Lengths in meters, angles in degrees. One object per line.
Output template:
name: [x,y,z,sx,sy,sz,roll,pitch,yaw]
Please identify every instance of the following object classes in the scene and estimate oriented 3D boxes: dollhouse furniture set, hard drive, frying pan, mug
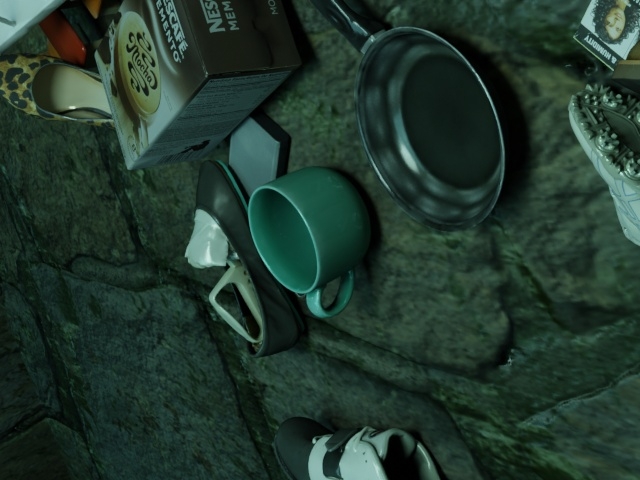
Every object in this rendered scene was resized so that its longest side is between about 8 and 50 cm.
dollhouse furniture set: [-0.415,-0.352,1.360,0.259,0.135,0.262,54,148,15]
hard drive: [-0.080,-0.101,1.154,0.094,0.022,0.135,44,144,29]
frying pan: [0.065,-0.142,0.881,0.326,0.053,0.197,45,144,32]
mug: [-0.006,-0.008,1.038,0.129,0.097,0.157,38,141,36]

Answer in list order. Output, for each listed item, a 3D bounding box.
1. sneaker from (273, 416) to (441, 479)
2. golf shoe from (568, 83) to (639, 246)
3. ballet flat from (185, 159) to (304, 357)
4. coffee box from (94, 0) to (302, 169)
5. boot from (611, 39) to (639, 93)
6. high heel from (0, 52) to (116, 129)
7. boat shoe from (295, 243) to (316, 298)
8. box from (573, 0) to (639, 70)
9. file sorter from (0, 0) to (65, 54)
sneaker: [0.065,0.281,1.152,0.331,0.123,0.146,28,116,45]
golf shoe: [0.239,-0.035,0.689,0.176,0.069,0.086,55,154,16]
ballet flat: [-0.113,0.034,1.202,0.095,0.096,0.280,-4,115,61]
coffee box: [-0.156,-0.214,1.068,0.297,0.119,0.168,-31,75,59]
boot: [0.276,-0.107,0.437,0.305,0.112,0.115,12,92,60]
high heel: [-0.322,-0.205,1.251,0.186,0.261,0.093,6,80,53]
boat shoe: [-0.017,0.038,1.146,0.046,0.038,0.125,54,147,16]
box: [0.246,-0.199,0.560,0.087,0.058,0.232,49,146,24]
file sorter: [-0.427,-0.398,1.165,0.278,0.173,0.192,-32,76,20]
